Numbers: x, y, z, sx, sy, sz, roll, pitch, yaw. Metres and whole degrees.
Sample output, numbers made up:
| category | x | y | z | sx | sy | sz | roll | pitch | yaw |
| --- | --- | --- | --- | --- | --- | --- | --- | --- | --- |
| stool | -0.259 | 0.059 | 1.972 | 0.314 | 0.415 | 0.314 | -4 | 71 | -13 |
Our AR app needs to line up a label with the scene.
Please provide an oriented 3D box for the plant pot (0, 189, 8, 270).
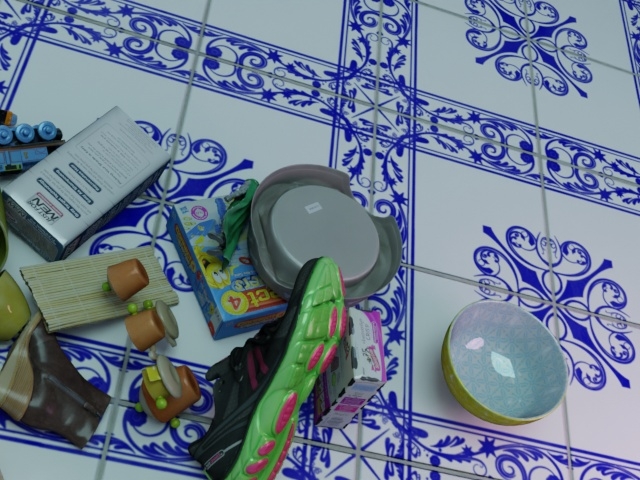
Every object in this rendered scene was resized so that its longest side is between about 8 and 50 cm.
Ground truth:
| category | x | y | z | sx | sy | sz | roll | pitch | yaw |
| --- | --- | --- | --- | --- | --- | --- | --- | --- | --- |
| plant pot | -0.737 | -0.086 | 1.732 | 0.275 | 0.275 | 0.293 | 6 | 38 | -19 |

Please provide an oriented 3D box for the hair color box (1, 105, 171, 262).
| category | x | y | z | sx | sy | sz | roll | pitch | yaw |
| --- | --- | --- | --- | --- | --- | --- | --- | --- | --- |
| hair color box | -0.500 | -0.122 | 1.916 | 0.174 | 0.105 | 0.347 | 43 | 51 | -1 |

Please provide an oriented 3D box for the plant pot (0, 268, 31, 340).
| category | x | y | z | sx | sy | sz | roll | pitch | yaw |
| --- | --- | --- | --- | --- | --- | --- | --- | --- | --- |
| plant pot | -0.609 | 0.136 | 1.700 | 0.095 | 0.134 | 0.134 | 45 | 48 | -18 |

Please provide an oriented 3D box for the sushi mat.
| category | x | y | z | sx | sy | sz | roll | pitch | yaw |
| --- | --- | --- | --- | --- | --- | --- | --- | --- | --- |
| sushi mat | -0.437 | 0.091 | 1.804 | 0.316 | 0.019 | 0.151 | -11 | 60 | -47 |

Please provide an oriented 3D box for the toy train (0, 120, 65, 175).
| category | x | y | z | sx | sy | sz | roll | pitch | yaw |
| --- | --- | --- | --- | --- | --- | --- | --- | --- | --- |
| toy train | -0.641 | -0.197 | 1.931 | 0.184 | 0.080 | 0.105 | -12 | 95 | -37 |

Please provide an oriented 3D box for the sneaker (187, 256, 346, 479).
| category | x | y | z | sx | sy | sz | roll | pitch | yaw |
| --- | --- | --- | --- | --- | --- | --- | --- | --- | --- |
| sneaker | -0.106 | 0.235 | 1.689 | 0.202 | 0.185 | 0.483 | 23 | 80 | 26 |

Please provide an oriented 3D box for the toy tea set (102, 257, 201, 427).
| category | x | y | z | sx | sy | sz | roll | pitch | yaw |
| --- | --- | --- | --- | --- | --- | --- | --- | --- | --- |
| toy tea set | -0.345 | 0.201 | 1.719 | 0.124 | 0.200 | 0.336 | -26 | 59 | 3 |

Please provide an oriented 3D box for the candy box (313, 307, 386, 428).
| category | x | y | z | sx | sy | sz | roll | pitch | yaw |
| --- | --- | --- | --- | --- | --- | --- | --- | --- | --- |
| candy box | 0.054 | 0.261 | 1.804 | 0.071 | 0.233 | 0.159 | 9 | 54 | -17 |

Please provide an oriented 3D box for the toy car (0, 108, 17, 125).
| category | x | y | z | sx | sy | sz | roll | pitch | yaw |
| --- | --- | --- | --- | --- | --- | --- | --- | --- | --- |
| toy car | -0.695 | -0.234 | 1.983 | 0.040 | 0.060 | 0.122 | 11 | 76 | -39 |

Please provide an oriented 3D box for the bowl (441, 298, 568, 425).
| category | x | y | z | sx | sy | sz | roll | pitch | yaw |
| --- | --- | --- | --- | --- | --- | --- | --- | --- | --- |
| bowl | 0.377 | 0.290 | 1.967 | 0.289 | 0.156 | 0.289 | 11 | 53 | -16 |

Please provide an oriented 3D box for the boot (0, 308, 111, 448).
| category | x | y | z | sx | sy | sz | roll | pitch | yaw |
| --- | --- | --- | --- | --- | --- | --- | --- | --- | --- |
| boot | -0.493 | 0.253 | 1.701 | 0.207 | 0.090 | 0.248 | 32 | 45 | -17 |

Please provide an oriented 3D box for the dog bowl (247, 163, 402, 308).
| category | x | y | z | sx | sy | sz | roll | pitch | yaw |
| --- | --- | --- | --- | --- | --- | --- | --- | --- | --- |
| dog bowl | 0.000 | 0.000 | 1.938 | 0.349 | 0.102 | 0.349 | 13 | 51 | -17 |

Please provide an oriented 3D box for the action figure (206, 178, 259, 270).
| category | x | y | z | sx | sy | sz | roll | pitch | yaw |
| --- | --- | --- | --- | --- | --- | --- | --- | --- | --- |
| action figure | -0.180 | -0.060 | 1.912 | 0.063 | 0.137 | 0.232 | 18 | 42 | 6 |

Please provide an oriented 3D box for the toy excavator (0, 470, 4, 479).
| category | x | y | z | sx | sy | sz | roll | pitch | yaw |
| --- | --- | --- | --- | --- | --- | --- | --- | --- | --- |
| toy excavator | -0.446 | 0.540 | 1.377 | 0.222 | 0.433 | 0.445 | -20 | 93 | -26 |

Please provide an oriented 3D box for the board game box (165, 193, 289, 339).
| category | x | y | z | sx | sy | sz | roll | pitch | yaw |
| --- | --- | --- | --- | --- | --- | --- | --- | --- | --- |
| board game box | -0.142 | 0.038 | 1.975 | 0.308 | 0.086 | 0.302 | -13 | 62 | -29 |
